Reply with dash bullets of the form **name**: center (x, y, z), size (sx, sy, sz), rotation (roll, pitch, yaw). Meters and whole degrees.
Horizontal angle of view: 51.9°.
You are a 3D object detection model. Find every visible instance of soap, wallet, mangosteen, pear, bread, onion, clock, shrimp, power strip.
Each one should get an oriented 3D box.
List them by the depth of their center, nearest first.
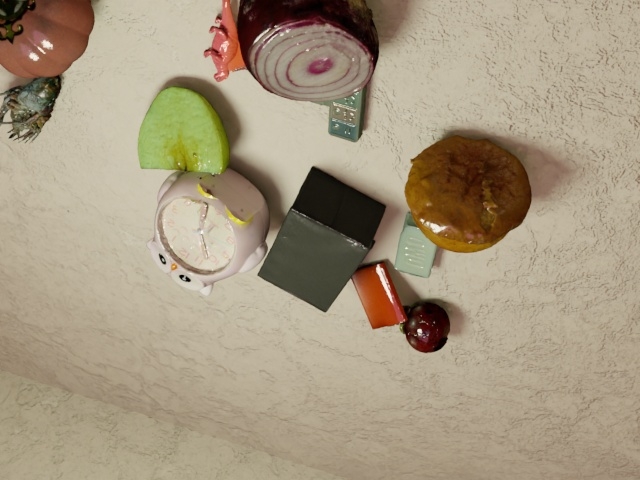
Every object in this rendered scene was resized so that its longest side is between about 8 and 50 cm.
- **onion**: center (-0.034, -0.471, 1.436), size (0.337, 0.260, 0.282), rotation (16, 145, -43)
- **bread**: center (0.360, -0.108, 1.627), size (0.312, 0.312, 0.172), rotation (15, 153, 8)
- **power strip**: center (0.045, -0.363, 1.665), size (0.145, 0.061, 0.215), rotation (19, 137, 14)
- **pear**: center (-0.369, -0.314, 1.836), size (0.288, 0.139, 0.239), rotation (6, 114, 26)
- **soap**: center (0.287, 0.016, 1.930), size (0.115, 0.063, 0.198), rotation (15, 136, 11)
- **shrimp**: center (-0.892, -0.395, 1.954), size (0.372, 0.137, 0.172), rotation (-32, 125, 33)
- **clock**: center (-0.337, -0.034, 1.978), size (0.368, 0.250, 0.376), rotation (41, 123, -2)
- **wallet**: center (0.184, 0.175, 2.084), size (0.142, 0.045, 0.204), rotation (-20, 95, 40)
- **mangosteen**: center (0.329, 0.272, 2.114), size (0.180, 0.166, 0.166), rotation (26, 145, 37)

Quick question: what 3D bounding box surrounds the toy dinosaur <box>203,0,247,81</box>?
- **toy dinosaur**: center (-0.204, -0.503, 1.627), size (0.139, 0.070, 0.286), rotation (18, 135, -10)

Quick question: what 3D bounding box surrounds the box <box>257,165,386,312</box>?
- **box**: center (0.000, 0.001, 1.932), size (0.251, 0.204, 0.345), rotation (27, 137, -4)

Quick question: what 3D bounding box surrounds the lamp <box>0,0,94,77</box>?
- **lamp**: center (-0.698, -0.554, 1.645), size (0.305, 0.239, 0.305), rotation (0, 91, 21)
